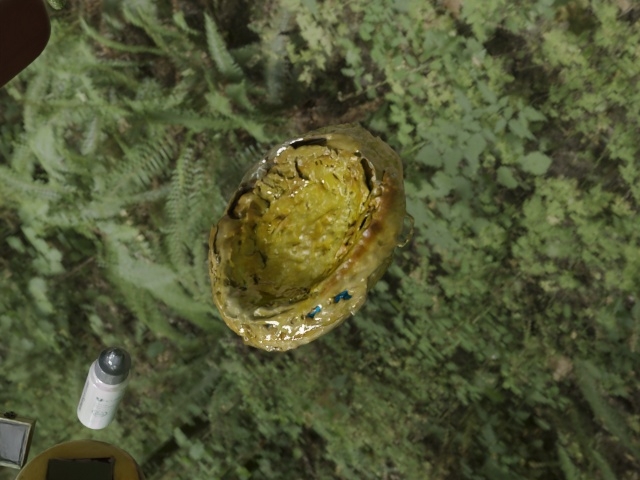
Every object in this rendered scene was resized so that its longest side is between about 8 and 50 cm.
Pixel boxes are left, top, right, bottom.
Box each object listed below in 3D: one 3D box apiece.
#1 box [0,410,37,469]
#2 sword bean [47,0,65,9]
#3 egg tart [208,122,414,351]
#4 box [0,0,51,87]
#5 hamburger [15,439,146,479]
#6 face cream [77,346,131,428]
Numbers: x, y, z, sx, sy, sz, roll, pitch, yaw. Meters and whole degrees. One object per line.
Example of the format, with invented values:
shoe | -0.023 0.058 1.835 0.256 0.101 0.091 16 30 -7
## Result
box | -0.509 0.319 1.280 0.079 0.083 0.035 13 -178 -5
sword bean | -0.525 -0.475 1.379 0.043 0.038 0.269 53 -175 15
egg tart | 0.000 0.000 0.876 0.290 0.291 0.107 12 161 46
box | -0.750 -0.400 1.667 0.108 0.404 0.263 39 159 13
hamburger | -0.470 0.533 1.545 0.302 0.302 0.170 33 131 27
face cream | -0.471 0.317 1.744 0.092 0.092 0.311 45 139 9
